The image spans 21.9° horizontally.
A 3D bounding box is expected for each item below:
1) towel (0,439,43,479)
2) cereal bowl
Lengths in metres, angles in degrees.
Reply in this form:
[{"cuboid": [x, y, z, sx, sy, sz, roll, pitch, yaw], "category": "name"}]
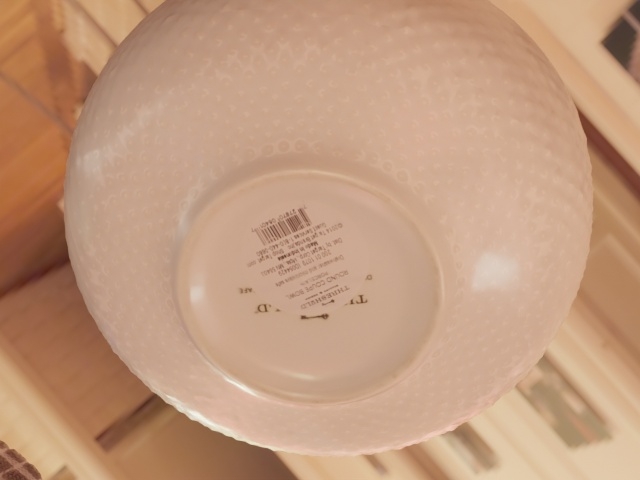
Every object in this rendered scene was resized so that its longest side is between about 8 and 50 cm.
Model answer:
[{"cuboid": [-0.328, 0.166, 1.039, 0.235, 0.284, 0.121, -18, 134, -53], "category": "towel"}, {"cuboid": [0.000, 0.000, 1.022, 0.339, 0.339, 0.141, -44, -165, 24], "category": "cereal bowl"}]
